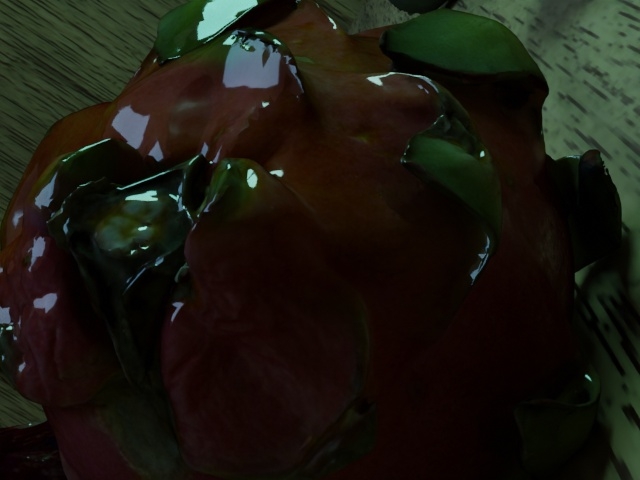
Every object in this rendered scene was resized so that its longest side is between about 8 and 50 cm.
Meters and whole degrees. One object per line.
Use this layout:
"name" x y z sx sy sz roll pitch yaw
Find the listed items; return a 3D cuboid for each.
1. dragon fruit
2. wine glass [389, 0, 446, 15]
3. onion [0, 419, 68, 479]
"dragon fruit" -0.006 0.016 0.510 0.224 0.224 0.227 -55 2 18
"wine glass" 0.074 -0.350 1.341 0.309 0.264 0.096 133 142 -53
"onion" -0.159 0.167 0.783 0.272 0.195 0.272 -28 12 7
